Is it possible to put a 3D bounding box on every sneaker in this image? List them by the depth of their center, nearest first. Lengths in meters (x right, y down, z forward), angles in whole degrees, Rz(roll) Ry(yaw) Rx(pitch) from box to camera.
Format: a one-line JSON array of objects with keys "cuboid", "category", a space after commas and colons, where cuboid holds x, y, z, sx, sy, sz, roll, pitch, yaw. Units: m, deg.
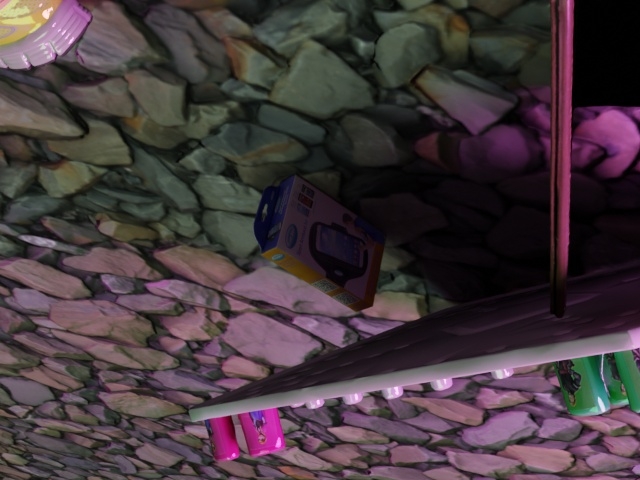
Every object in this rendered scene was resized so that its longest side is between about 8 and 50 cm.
[{"cuboid": [-0.277, -0.173, 0.733, 0.208, 0.081, 0.094, -11, 135, 24], "category": "sneaker"}]

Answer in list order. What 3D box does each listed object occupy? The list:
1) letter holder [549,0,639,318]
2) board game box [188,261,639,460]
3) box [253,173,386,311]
[{"cuboid": [0.201, -0.101, 0.521, 0.152, 0.214, 0.302, 4, 148, 16], "category": "letter holder"}, {"cuboid": [0.160, 0.078, 0.758, 0.390, 0.050, 0.390, -17, 178, 42], "category": "board game box"}, {"cuboid": [0.000, 0.000, 0.894, 0.136, 0.081, 0.028, 33, 144, -31], "category": "box"}]
